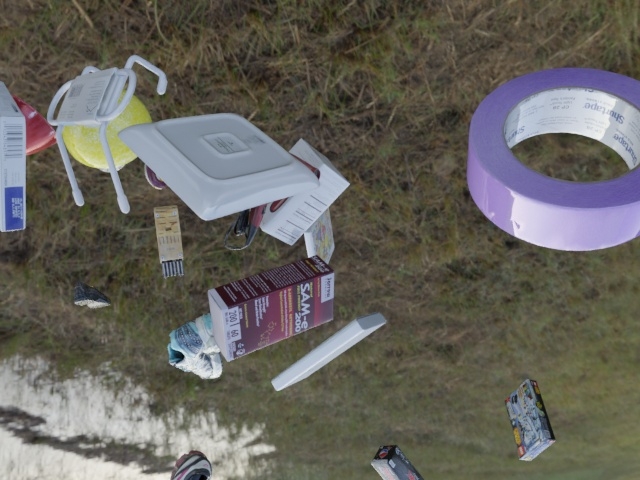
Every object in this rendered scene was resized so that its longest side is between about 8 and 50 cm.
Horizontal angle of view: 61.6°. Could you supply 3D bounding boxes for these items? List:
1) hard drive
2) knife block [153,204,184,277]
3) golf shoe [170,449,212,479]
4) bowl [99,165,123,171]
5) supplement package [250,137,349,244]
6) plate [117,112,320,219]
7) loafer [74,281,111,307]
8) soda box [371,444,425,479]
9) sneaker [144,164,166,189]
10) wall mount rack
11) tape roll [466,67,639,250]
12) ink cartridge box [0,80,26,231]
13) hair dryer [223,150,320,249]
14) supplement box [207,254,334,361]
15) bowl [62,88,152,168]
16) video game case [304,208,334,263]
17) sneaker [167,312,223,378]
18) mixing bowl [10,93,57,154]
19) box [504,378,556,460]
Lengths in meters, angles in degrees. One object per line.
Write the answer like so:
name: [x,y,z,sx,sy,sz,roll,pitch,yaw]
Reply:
hard drive: [0.030,0.352,1.727,0.353,0.047,0.233,-38,164,19]
knife block: [-0.591,0.010,2.102,0.088,0.276,0.242,-7,-179,-17]
golf shoe: [-0.233,0.434,0.856,0.067,0.186,0.086,28,167,-19]
bowl: [-0.722,-0.310,1.766,0.170,0.170,0.080,-25,-179,15]
supplement package: [-0.067,-0.131,1.487,0.244,0.139,0.134,-47,140,11]
plate: [-0.176,-0.160,0.979,0.278,0.277,0.045,-21,141,-44]
loafer: [-0.674,0.163,1.599,0.062,0.061,0.170,-14,164,-2]
soda box: [0.194,0.555,1.246,0.060,0.169,0.053,-28,-167,46]
sneaker: [-0.425,-0.231,1.461,0.084,0.185,0.069,-19,154,37]
wall mount rack: [-0.460,-0.228,1.131,0.350,0.304,0.130,9,167,42]
tape roll: [0.348,-0.121,0.750,0.275,0.275,0.090,-16,143,-1]
ink cartridge box: [-0.584,-0.166,0.976,0.045,0.224,0.223,-9,129,-39]
hair dryer: [-0.128,-0.119,1.286,0.293,0.223,0.080,-23,171,25]
supplement box: [-0.091,0.129,1.053,0.239,0.073,0.130,-18,127,-27]
bowl: [-0.699,-0.392,1.710,0.289,0.289,0.156,-12,162,-7]
video game case: [0.000,0.000,1.783,0.026,0.206,0.227,4,129,17]
sneaker: [-0.309,0.265,1.300,0.122,0.110,0.283,-14,149,-18]
mixing bowl: [-0.815,-0.295,1.440,0.181,0.098,0.181,24,152,14]
box: [0.435,0.374,1.123,0.027,0.137,0.094,14,131,-11]
